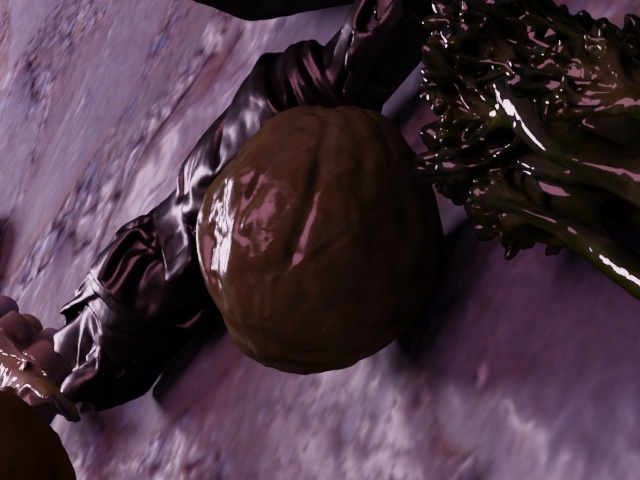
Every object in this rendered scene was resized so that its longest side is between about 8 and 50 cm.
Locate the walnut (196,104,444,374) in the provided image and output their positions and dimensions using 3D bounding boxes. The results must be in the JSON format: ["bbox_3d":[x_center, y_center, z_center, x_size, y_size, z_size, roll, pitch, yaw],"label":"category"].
[{"bbox_3d":[0.000,0.000,0.566,0.092,0.092,0.092,-47,25,30],"label":"walnut"}]

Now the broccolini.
[{"bbox_3d":[0.107,-0.013,0.348,0.079,0.074,0.392,-67,20,0],"label":"broccolini"}]

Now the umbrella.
[{"bbox_3d":[-0.034,-0.021,0.699,0.236,0.059,0.066,-49,41,29],"label":"umbrella"}]

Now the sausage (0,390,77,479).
[{"bbox_3d":[-0.231,0.267,0.658,0.501,0.136,0.123,-55,34,10],"label":"sausage"}]

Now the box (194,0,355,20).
[{"bbox_3d":[0.057,-0.232,0.749,0.290,0.073,0.289,-64,21,-10],"label":"box"}]

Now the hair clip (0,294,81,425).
[{"bbox_3d":[-0.154,0.057,0.861,0.056,0.062,0.214,-48,23,-1],"label":"hair clip"}]
